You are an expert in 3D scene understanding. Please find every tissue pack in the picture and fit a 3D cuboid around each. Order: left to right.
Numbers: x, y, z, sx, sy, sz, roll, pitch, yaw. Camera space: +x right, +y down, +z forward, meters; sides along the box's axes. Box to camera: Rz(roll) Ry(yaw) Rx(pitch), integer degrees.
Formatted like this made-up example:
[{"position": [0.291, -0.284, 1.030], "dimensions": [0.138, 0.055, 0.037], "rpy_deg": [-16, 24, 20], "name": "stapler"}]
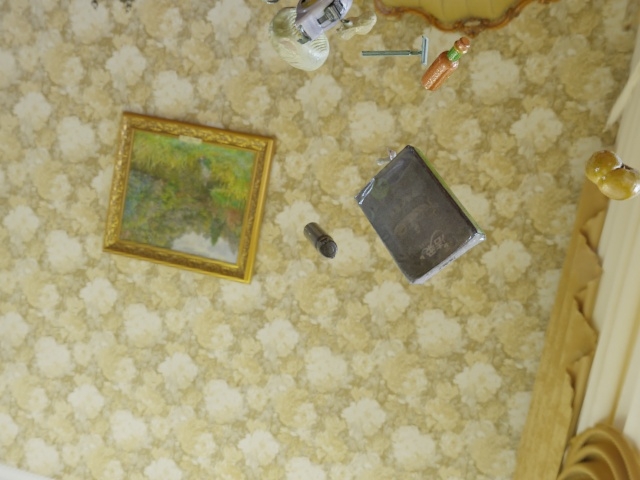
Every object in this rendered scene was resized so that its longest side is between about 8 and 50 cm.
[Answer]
[{"position": [0.325, -0.085, 1.549], "dimensions": [0.124, 0.288, 0.394], "rpy_deg": [5, -131, -53], "name": "tissue pack"}]

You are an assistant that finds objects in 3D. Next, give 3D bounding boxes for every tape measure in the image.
[{"position": [0.013, -0.686, 1.347], "dimensions": [0.178, 0.196, 0.105], "rpy_deg": [-18, 138, 31], "name": "tape measure"}]

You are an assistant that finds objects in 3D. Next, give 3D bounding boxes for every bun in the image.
[{"position": [-0.085, -0.729, 1.662], "dimensions": [0.153, 0.244, 0.243], "rpy_deg": [-25, 162, 38], "name": "bun"}]

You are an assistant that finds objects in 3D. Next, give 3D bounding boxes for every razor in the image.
[{"position": [0.234, -0.598, 1.451], "dimensions": [0.211, 0.084, 0.036], "rpy_deg": [6, -175, 19], "name": "razor"}]

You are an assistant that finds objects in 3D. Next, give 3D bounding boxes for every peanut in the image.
[{"position": [0.143, -0.871, 1.852], "dimensions": [0.187, 0.082, 0.082], "rpy_deg": [-8, 178, 27], "name": "peanut"}]

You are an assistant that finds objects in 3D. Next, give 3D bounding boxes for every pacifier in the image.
[{"position": [0.253, -0.309, 1.743], "dimensions": [0.078, 0.099, 0.081], "rpy_deg": [-17, -161, 5], "name": "pacifier"}]

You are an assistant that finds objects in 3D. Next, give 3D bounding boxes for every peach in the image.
[{"position": [0.887, -0.197, 1.379], "dimensions": [0.179, 0.103, 0.179], "rpy_deg": [18, -141, -16], "name": "peach"}]

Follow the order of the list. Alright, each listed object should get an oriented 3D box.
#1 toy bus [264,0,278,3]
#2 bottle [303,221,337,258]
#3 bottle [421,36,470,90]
[{"position": [-0.227, -0.856, 1.419], "dimensions": [0.265, 0.121, 0.120], "rpy_deg": [31, 173, 9], "name": "toy bus"}, {"position": [0.000, 0.000, 1.606], "dimensions": [0.072, 0.082, 0.244], "rpy_deg": [-28, -160, -5], "name": "bottle"}, {"position": [0.373, -0.523, 1.346], "dimensions": [0.069, 0.069, 0.187], "rpy_deg": [9, 160, -17], "name": "bottle"}]
